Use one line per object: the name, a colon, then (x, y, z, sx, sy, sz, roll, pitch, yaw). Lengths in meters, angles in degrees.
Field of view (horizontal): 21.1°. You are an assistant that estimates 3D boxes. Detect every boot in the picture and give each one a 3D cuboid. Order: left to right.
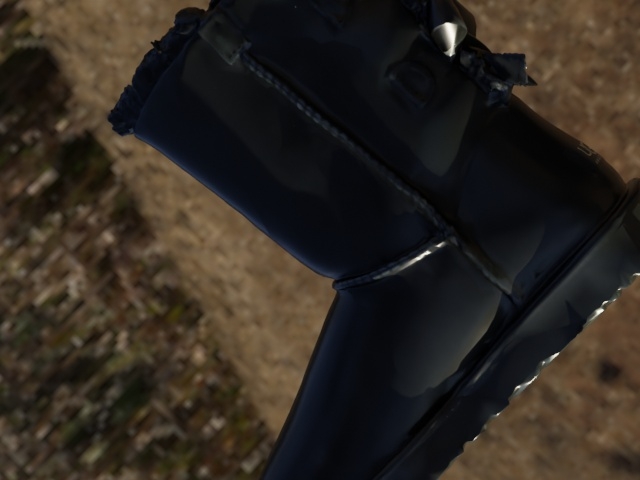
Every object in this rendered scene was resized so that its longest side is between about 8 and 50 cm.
boot: (0.000, 0.000, 0.343, 0.099, 0.121, 0.045, 43, -169, 3)
